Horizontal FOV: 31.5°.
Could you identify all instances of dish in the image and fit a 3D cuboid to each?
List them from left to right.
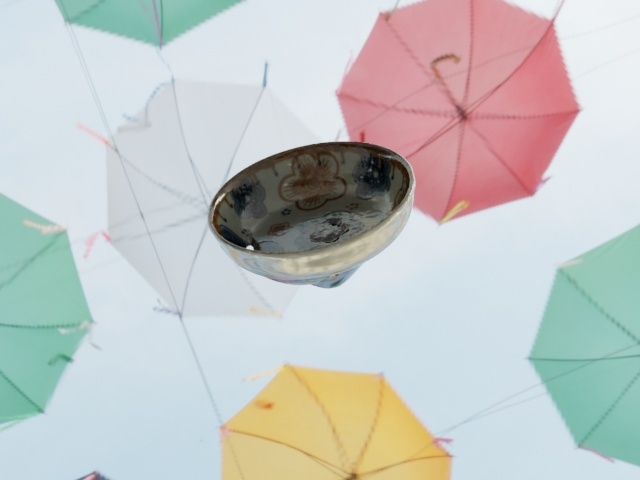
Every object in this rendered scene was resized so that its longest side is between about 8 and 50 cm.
[{"bbox_3d":[0.000,0.000,0.768,0.141,0.141,0.078,-18,-58,-9],"label":"dish"}]
